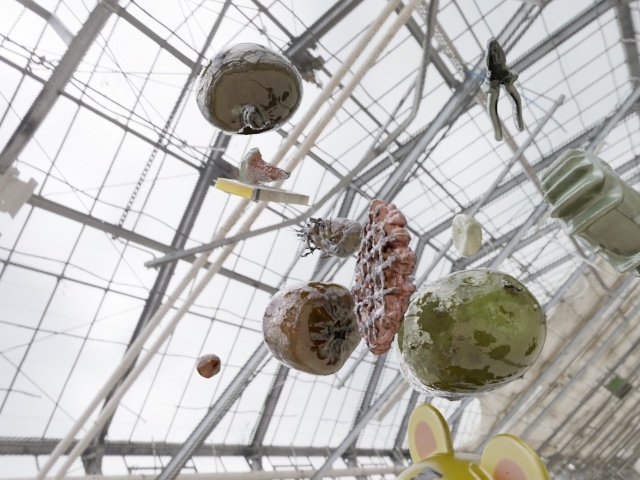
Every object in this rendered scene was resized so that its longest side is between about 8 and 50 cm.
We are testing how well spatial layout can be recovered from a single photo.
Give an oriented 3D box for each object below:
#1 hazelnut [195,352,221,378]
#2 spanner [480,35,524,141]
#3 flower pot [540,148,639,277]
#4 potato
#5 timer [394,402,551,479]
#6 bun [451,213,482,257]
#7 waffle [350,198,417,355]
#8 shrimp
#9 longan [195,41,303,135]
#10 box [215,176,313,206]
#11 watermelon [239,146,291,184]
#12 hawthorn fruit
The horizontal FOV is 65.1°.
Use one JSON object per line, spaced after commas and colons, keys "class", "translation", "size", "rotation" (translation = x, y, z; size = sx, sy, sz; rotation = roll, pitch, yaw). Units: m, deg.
{"class": "hazelnut", "translation": [-0.364, 0.407, 1.634], "size": [0.086, 0.086, 0.086], "rotation": [-22, -47, -25]}
{"class": "spanner", "translation": [0.471, -0.386, 1.301], "size": [0.096, 0.040, 0.325], "rotation": [-26, -42, 10]}
{"class": "flower pot", "translation": [0.722, -0.060, 1.235], "size": [0.368, 0.254, 0.164], "rotation": [34, -55, -9]}
{"class": "potato", "translation": [0.276, 0.188, 0.971], "size": [0.270, 0.219, 0.359], "rotation": [-16, -25, -8]}
{"class": "timer", "translation": [0.242, 0.496, 0.848], "size": [0.376, 0.376, 0.386], "rotation": [3, -95, -41]}
{"class": "bun", "translation": [0.609, -0.025, 2.057], "size": [0.102, 0.183, 0.183], "rotation": [-8, -50, -8]}
{"class": "waffle", "translation": [0.095, 0.059, 0.793], "size": [0.056, 0.221, 0.234], "rotation": [6, -65, -10]}
{"class": "shrimp", "translation": [0.005, -0.003, 1.605], "size": [0.116, 0.343, 0.145], "rotation": [19, -100, -42]}
{"class": "longan", "translation": [-0.192, -0.403, 1.374], "size": [0.300, 0.300, 0.243], "rotation": [-41, -39, -6]}
{"class": "box", "translation": [-0.135, -0.122, 1.281], "size": [0.247, 0.129, 0.033], "rotation": [1, -76, -56]}
{"class": "watermelon", "translation": [-0.186, -0.194, 1.570], "size": [0.098, 0.158, 0.121], "rotation": [-40, -18, -51]}
{"class": "hawthorn fruit", "translation": [-0.041, 0.239, 1.418], "size": [0.268, 0.301, 0.267], "rotation": [7, -101, -41]}
